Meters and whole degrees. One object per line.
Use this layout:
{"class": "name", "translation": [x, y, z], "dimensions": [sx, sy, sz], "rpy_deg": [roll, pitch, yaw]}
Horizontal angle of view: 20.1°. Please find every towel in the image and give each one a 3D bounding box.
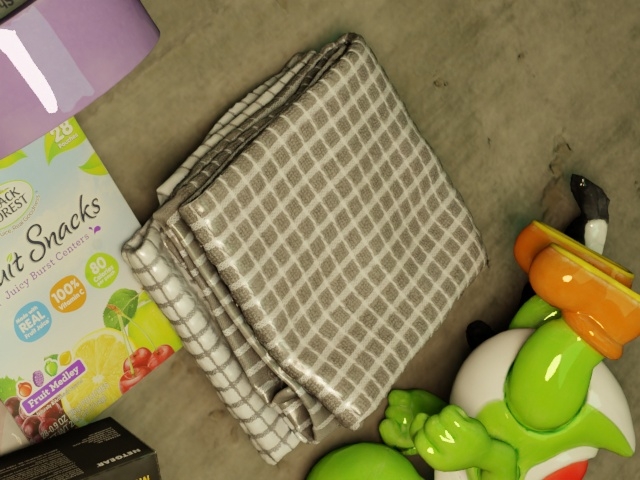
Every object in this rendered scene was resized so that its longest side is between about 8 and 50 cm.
{"class": "towel", "translation": [0.000, 0.000, 1.425], "dimensions": [0.235, 0.121, 0.284], "rpy_deg": [58, 45, -19]}

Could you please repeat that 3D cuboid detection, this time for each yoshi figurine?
{"class": "yoshi figurine", "translation": [0.104, 0.153, 1.462], "dimensions": [0.203, 0.203, 0.362], "rpy_deg": [19, 104, -46]}

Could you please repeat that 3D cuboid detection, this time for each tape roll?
{"class": "tape roll", "translation": [-0.214, -0.130, 1.290], "dimensions": [0.189, 0.189, 0.080], "rpy_deg": [-42, 110, -25]}

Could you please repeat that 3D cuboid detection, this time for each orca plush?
{"class": "orca plush", "translation": [0.182, 0.078, 1.588], "dimensions": [0.102, 0.151, 0.287], "rpy_deg": [15, 84, 1]}

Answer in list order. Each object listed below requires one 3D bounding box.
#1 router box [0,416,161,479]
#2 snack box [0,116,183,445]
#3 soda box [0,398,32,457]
{"class": "router box", "translation": [-0.244, 0.288, 1.232], "dimensions": [0.308, 0.081, 0.243], "rpy_deg": [-19, 114, -26]}
{"class": "snack box", "translation": [-0.214, 0.033, 1.359], "dimensions": [0.174, 0.070, 0.207], "rpy_deg": [-40, 109, -27]}
{"class": "soda box", "translation": [-0.254, 0.173, 1.298], "dimensions": [0.092, 0.083, 0.263], "rpy_deg": [-42, 122, -25]}
